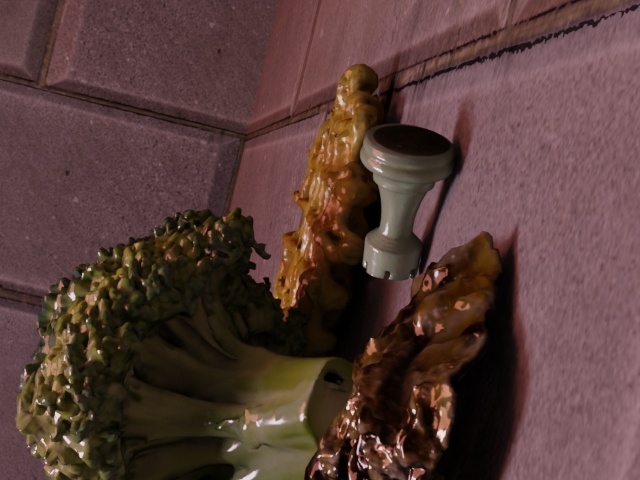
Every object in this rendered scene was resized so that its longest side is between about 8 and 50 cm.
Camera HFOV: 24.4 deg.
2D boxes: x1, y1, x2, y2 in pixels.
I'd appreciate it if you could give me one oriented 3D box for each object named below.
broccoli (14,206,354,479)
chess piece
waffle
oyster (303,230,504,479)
[{"bbox_3d":[-0.115,0.152,1.169,0.302,0.249,0.375,149,126,-70],"label":"broccoli"},{"bbox_3d":[0.056,-0.025,1.055,0.067,0.067,0.103,-93,10,-64],"label":"chess piece"},{"bbox_3d":[0.004,0.001,1.396,0.312,0.060,0.307,-82,9,-48],"label":"waffle"},{"bbox_3d":[0.043,0.111,0.854,0.214,0.083,0.223,118,171,-52],"label":"oyster"}]
